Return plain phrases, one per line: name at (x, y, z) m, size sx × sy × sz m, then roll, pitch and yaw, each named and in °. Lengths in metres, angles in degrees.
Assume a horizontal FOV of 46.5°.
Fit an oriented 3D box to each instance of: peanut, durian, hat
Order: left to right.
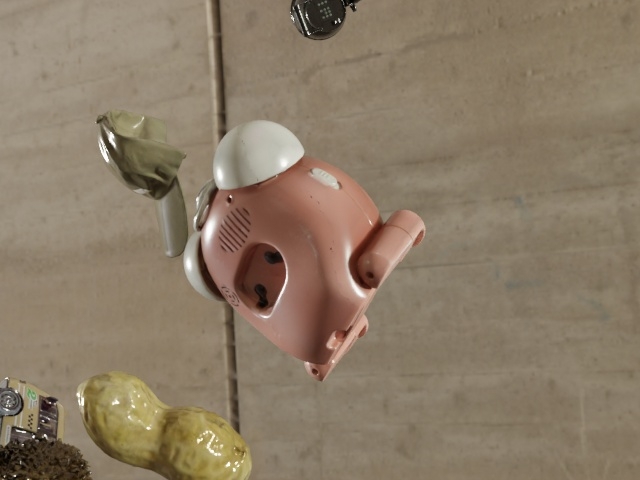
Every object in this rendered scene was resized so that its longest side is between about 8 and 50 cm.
durian at (-0.383, 0.369, 1.010) m, size 0.196 × 0.196 × 0.167 m, roll -7°, pitch 0°, yaw 27°
hat at (-0.236, -0.070, 0.974) m, size 0.144 × 0.173 × 0.166 m, roll 11°, pitch 16°, yaw -22°
peanut at (-0.186, 0.231, 0.885) m, size 0.229 × 0.103 × 0.098 m, roll 26°, pitch 6°, yaw -9°

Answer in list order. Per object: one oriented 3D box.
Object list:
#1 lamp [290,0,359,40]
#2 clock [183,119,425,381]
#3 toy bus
lamp at (0.014, -0.570, 1.839) m, size 0.172 × 0.147 × 0.227 m, roll -21°, pitch 17°, yaw -1°
clock at (-0.029, 0.009, 0.554) m, size 0.093 × 0.162 × 0.166 m, roll -43°, pitch -17°, yaw -47°
toy bus at (-0.515, 0.385, 1.246) m, size 0.139 × 0.290 × 0.157 m, roll -40°, pitch -49°, yaw 23°
